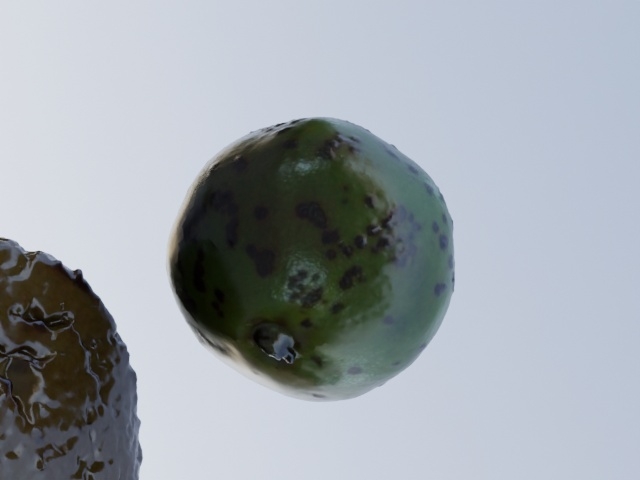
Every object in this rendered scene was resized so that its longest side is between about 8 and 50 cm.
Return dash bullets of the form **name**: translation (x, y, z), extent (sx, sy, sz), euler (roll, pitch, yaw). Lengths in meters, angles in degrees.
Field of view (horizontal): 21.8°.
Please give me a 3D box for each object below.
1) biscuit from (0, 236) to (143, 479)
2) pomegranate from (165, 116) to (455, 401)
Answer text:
- **biscuit**: translation (-0.223, 0.135, 1.143), extent (0.075, 0.296, 0.296), euler (-14, -112, 39)
- **pomegranate**: translation (0.000, 0.000, 1.211), extent (0.211, 0.211, 0.263), euler (-45, -168, 34)
